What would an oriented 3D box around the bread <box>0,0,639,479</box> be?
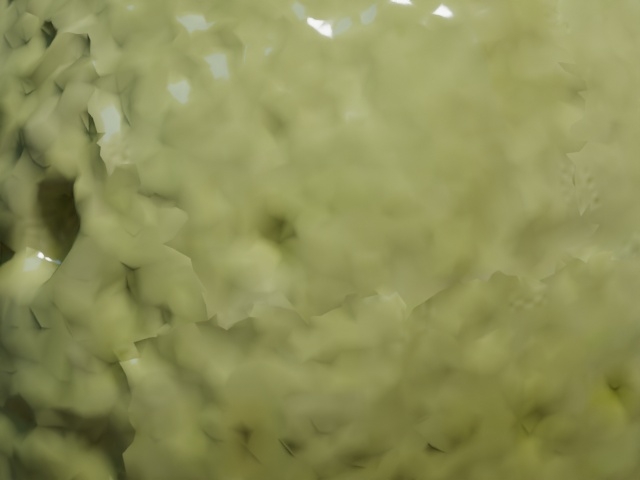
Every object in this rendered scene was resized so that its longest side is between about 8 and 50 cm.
[{"bbox_3d":[-0.011,0.001,0.510,0.237,0.321,0.320,-8,16,-25],"label":"bread"}]
